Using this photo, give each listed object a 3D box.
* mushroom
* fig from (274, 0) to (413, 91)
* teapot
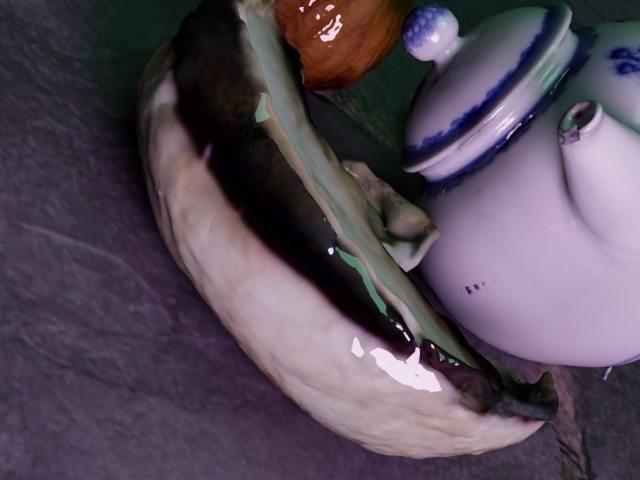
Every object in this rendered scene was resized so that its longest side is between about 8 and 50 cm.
[{"bbox_3d":[-0.001,0.002,1.246,0.344,0.130,0.247,54,14,3],"label":"mushroom"},{"bbox_3d":[0.034,-0.193,1.431,0.134,0.201,0.146,53,34,-14],"label":"fig"},{"bbox_3d":[0.158,-0.059,1.389,0.280,0.252,0.424,45,-2,-11],"label":"teapot"}]
